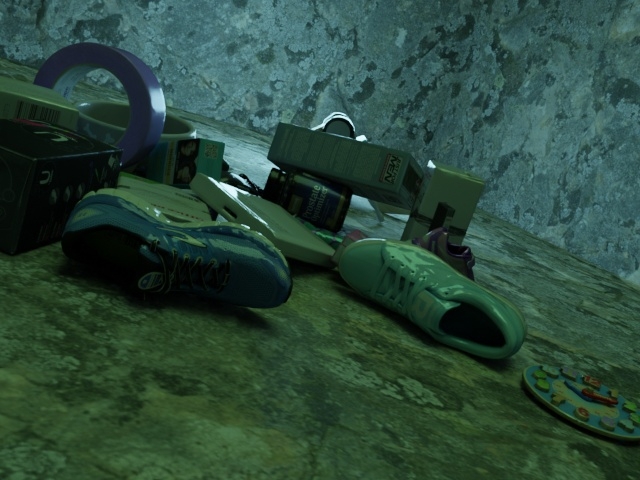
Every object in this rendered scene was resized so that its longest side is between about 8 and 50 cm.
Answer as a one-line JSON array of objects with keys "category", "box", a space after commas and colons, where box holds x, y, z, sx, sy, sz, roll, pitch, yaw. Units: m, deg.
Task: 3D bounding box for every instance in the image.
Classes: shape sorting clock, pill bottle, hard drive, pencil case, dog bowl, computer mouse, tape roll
[{"category": "shape sorting clock", "box": [0.426, 0.254, 1.119, 0.206, 0.040, 0.206, 18, 12, -4]}, {"category": "pill bottle", "box": [-0.036, -0.110, 1.800, 0.219, 0.123, 0.123, 19, 12, -3]}, {"category": "hard drive", "box": [-0.095, -0.031, 1.332, 0.203, 0.040, 0.307, 39, 7, 23]}, {"category": "pencil case", "box": [0.000, 0.000, 1.509, 0.152, 0.064, 0.070, 23, 38, 12]}, {"category": "dog bowl", "box": [-0.471, -0.261, 1.736, 0.349, 0.102, 0.349, 13, 18, -4]}, {"category": "computer mouse", "box": [-0.242, -0.161, 1.849, 0.184, 0.060, 0.262, 30, 16, 36]}, {"category": "tape roll", "box": [-0.484, -0.287, 1.518, 0.275, 0.275, 0.090, 21, 11, 5]}]

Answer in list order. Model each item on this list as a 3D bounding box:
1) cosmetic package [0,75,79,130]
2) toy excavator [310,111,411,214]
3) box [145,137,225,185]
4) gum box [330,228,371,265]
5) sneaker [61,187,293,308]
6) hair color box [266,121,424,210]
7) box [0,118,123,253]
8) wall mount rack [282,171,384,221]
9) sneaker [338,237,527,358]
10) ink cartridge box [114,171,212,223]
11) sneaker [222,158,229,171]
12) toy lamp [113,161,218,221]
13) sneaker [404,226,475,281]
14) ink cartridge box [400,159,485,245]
[{"category": "cosmetic package", "box": [-0.591, -0.226, 1.377, 0.151, 0.151, 0.184, 11, 15, -36]}, {"category": "toy excavator", "box": [0.127, -0.223, 2.384, 0.433, 0.445, 0.222, -22, 13, 5]}, {"category": "box", "box": [-0.300, -0.165, 1.522, 0.060, 0.100, 0.244, 8, -2, -38]}, {"category": "gum box", "box": [0.123, 0.058, 1.377, 0.188, 0.062, 0.107, 35, 14, 8]}, {"category": "sneaker", "box": [-0.202, 0.038, 0.967, 0.330, 0.130, 0.147, 16, 27, -3]}, {"category": "hair color box", "box": [0.068, -0.196, 1.841, 0.374, 0.113, 0.185, 18, -5, 22]}, {"category": "box", "box": [-0.443, -0.094, 1.053, 0.165, 0.143, 0.270, 20, 13, 5]}, {"category": "wall mount rack", "box": [0.041, -0.155, 2.132, 0.304, 0.130, 0.350, 1, 22, -46]}, {"category": "sneaker", "box": [0.191, 0.096, 1.227, 0.366, 0.135, 0.150, 22, 9, 14]}, {"category": "ink cartridge box", "box": [-0.272, -0.032, 1.160, 0.160, 0.092, 0.219, 17, 13, -17]}, {"category": "sneaker", "box": [-0.328, -0.203, 1.917, 0.166, 0.065, 0.076, 4, 22, -24]}, {"category": "toy lamp", "box": [-0.338, -0.097, 1.393, 0.275, 0.080, 0.080, 19, 12, -14]}, {"category": "sneaker", "box": [0.274, 0.066, 1.390, 0.236, 0.104, 0.095, 48, 13, -13]}, {"category": "ink cartridge box", "box": [0.255, -0.031, 1.546, 0.114, 0.273, 0.197, 20, 12, 1]}]
